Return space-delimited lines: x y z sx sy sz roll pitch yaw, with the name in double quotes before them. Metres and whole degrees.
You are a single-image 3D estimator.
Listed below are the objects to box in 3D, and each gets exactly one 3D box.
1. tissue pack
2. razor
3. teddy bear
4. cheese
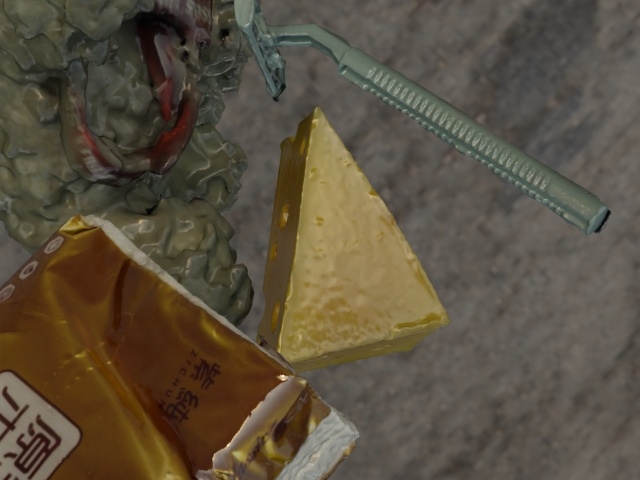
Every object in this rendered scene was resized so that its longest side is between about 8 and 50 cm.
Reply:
"tissue pack" -0.119 0.115 0.729 0.226 0.183 0.092 -49 141 -11
"razor" 0.053 -0.063 0.827 0.036 0.211 0.084 -58 162 -11
"teddy bear" -0.124 -0.153 1.172 0.367 0.224 0.357 -58 143 -45
"cheese" 0.000 0.000 1.148 0.126 0.171 0.093 -11 170 -17
